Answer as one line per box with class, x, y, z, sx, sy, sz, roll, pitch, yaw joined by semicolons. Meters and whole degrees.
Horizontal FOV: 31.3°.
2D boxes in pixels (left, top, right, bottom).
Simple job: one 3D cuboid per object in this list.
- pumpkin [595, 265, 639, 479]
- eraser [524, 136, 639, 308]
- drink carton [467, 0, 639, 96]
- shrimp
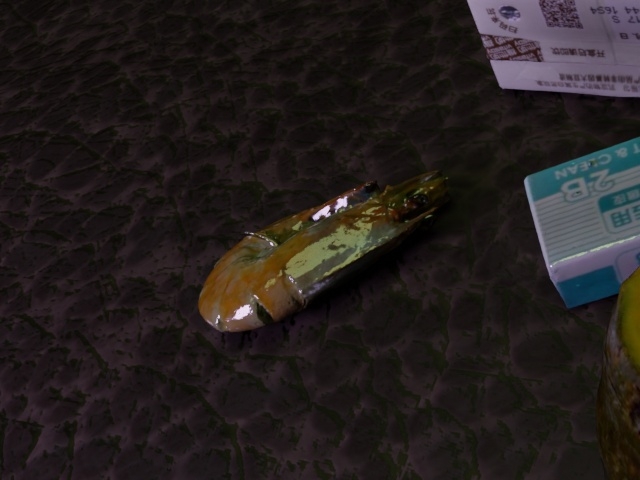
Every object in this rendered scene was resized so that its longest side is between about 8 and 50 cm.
pumpkin;0.282;0.050;0.565;0.317;0.139;0.222;-25;34;1
eraser;0.252;-0.034;0.749;0.225;0.052;0.096;-19;41;13
drink carton;0.273;-0.267;0.908;0.194;0.132;0.325;10;57;36
shrimp;-0.001;-0.002;0.871;0.217;0.051;0.115;-29;39;6
